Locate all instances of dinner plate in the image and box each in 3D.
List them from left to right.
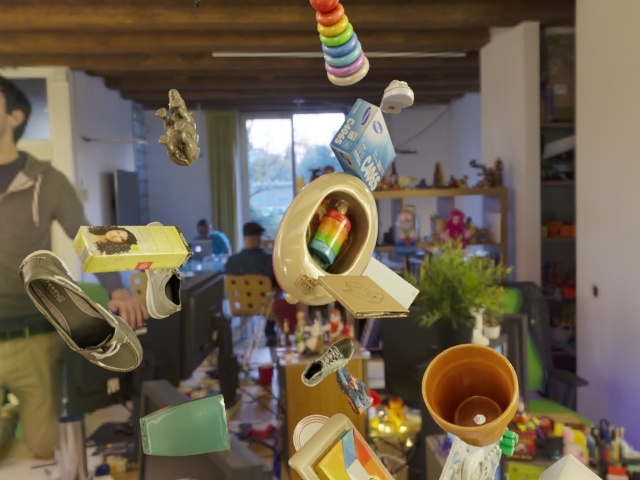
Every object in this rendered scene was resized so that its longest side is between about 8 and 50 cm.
[{"bbox_3d":[-0.006,0.547,1.810,0.141,0.141,0.017,-3,-35,-21],"label":"dinner plate"}]

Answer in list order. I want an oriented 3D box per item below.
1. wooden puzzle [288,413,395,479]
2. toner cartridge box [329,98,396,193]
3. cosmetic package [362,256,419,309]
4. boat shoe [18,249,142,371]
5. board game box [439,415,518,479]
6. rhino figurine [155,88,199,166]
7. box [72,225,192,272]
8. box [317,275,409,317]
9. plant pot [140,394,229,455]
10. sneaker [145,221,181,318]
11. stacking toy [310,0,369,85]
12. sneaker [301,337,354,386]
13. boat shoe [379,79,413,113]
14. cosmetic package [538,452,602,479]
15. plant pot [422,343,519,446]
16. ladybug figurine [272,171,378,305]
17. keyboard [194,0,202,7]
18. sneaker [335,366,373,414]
[{"bbox_3d":[0.068,0.506,1.418,0.044,0.239,0.221,-48,-11,32],"label":"wooden puzzle"},{"bbox_3d":[0.135,-0.272,2.005,0.075,0.165,0.348,29,-6,20],"label":"toner cartridge box"},{"bbox_3d":[0.143,0.088,2.307,0.284,0.097,0.377,31,-2,41],"label":"cosmetic package"},{"bbox_3d":[-0.473,0.166,1.313,0.112,0.335,0.095,-34,30,-2],"label":"boat shoe"},{"bbox_3d":[0.429,0.640,1.812,0.050,0.390,0.390,11,-28,35],"label":"board game box"},{"bbox_3d":[-0.319,-0.260,1.494,0.073,0.106,0.243,-20,46,5],"label":"rhino figurine"},{"bbox_3d":[-0.393,0.016,1.402,0.232,0.087,0.058,-2,-40,-46],"label":"box"},{"bbox_3d":[0.107,0.142,1.703,0.164,0.021,0.201,2,22,-32],"label":"box"},{"bbox_3d":[-0.424,0.577,2.034,0.234,0.166,0.165,-4,-12,-27],"label":"plant pot"},{"bbox_3d":[-0.447,0.082,1.928,0.115,0.282,0.105,-11,-3,34],"label":"sneaker"},{"bbox_3d":[0.047,-0.647,2.054,0.141,0.141,0.330,0,-36,21],"label":"stacking toy"},{"bbox_3d":[0.028,0.423,2.316,0.228,0.086,0.132,-42,-16,-8],"label":"sneaker"},{"bbox_3d":[0.240,-0.469,2.113,0.095,0.084,0.258,12,-1,-9],"label":"boat shoe"},{"bbox_3d":[0.627,0.689,1.605,0.224,0.138,0.224,39,43,12],"label":"cosmetic package"},{"bbox_3d":[0.349,0.370,1.501,0.205,0.205,0.188,0,-38,22],"label":"plant pot"},{"bbox_3d":[0.000,0.000,1.932,0.162,0.305,0.449,-16,34,52],"label":"ladybug figurine"},{"bbox_3d":[-0.243,-0.647,1.550,0.033,0.202,0.317,31,16,-20],"label":"keyboard"},{"bbox_3d":[0.126,0.562,2.549,0.087,0.221,0.083,-20,-30,-20],"label":"sneaker"}]
